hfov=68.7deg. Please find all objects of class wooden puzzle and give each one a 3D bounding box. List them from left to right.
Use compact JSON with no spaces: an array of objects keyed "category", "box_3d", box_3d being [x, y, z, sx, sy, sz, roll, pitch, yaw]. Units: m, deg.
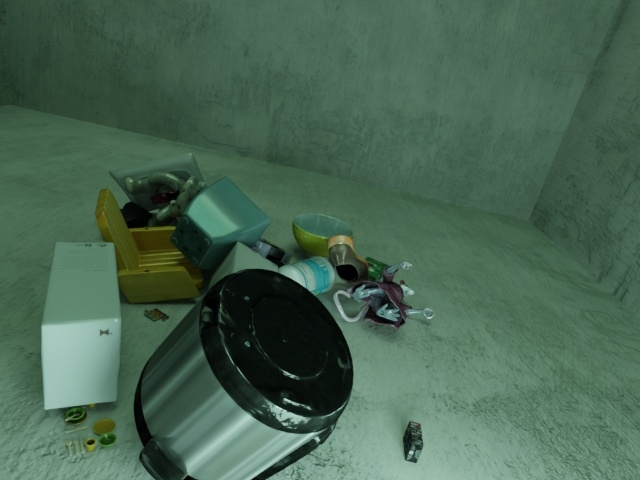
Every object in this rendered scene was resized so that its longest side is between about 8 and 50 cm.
[{"category":"wooden puzzle","box_3d":[-0.524,0.236,1.484,0.083,0.006,0.049,24,25,24]}]

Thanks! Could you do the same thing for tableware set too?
[{"category":"tableware set","box_3d":[-0.517,0.410,1.052,0.104,0.024,0.154,-1,26,-32]}]

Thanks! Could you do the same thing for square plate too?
[{"category":"square plate","box_3d":[-0.687,-0.234,2.053,0.347,0.344,0.049,-14,66,-6]}]

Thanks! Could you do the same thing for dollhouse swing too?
[{"category":"dollhouse swing","box_3d":[-0.581,-0.009,1.619,0.315,0.305,0.347,-4,26,-18]}]

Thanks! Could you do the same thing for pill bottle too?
[{"category":"pill bottle","box_3d":[-0.076,0.152,1.756,0.146,0.146,0.264,29,27,33]}]

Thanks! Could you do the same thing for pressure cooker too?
[{"category":"pressure cooker","box_3d":[-0.181,0.310,1.008,0.369,0.420,0.376,21,36,-39]}]

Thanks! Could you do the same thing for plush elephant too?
[{"category":"plush elephant","box_3d":[-0.580,-0.145,1.894,0.329,0.272,0.255,-21,29,-18]}]

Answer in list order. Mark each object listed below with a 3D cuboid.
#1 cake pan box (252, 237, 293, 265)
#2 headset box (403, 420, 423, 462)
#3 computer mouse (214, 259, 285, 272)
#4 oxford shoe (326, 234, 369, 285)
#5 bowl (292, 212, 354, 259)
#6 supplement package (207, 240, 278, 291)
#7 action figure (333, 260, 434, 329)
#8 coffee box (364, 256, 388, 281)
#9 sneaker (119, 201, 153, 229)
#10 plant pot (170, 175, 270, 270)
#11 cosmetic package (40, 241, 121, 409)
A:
[{"category":"cake pan box","box_3d":[-0.275,0.016,1.950,0.266,0.070,0.245,27,3,32]},{"category":"headset box","box_3d":[0.235,0.510,1.192,0.032,0.062,0.083,14,22,1]},{"category":"computer mouse","box_3d":[-0.264,0.139,1.794,0.272,0.072,0.188,-9,29,-21]},{"category":"oxford shoe","box_3d":[0.110,0.121,1.833,0.129,0.364,0.133,-15,57,16]},{"category":"bowl","box_3d":[0.000,0.000,2.146,0.289,0.156,0.289,11,22,-5]},{"category":"supplement package","box_3d":[-0.253,0.167,1.518,0.177,0.175,0.293,34,17,-18]},{"category":"action figure","box_3d":[0.259,0.233,1.794,0.275,0.248,0.370,-23,-4,22]},{"category":"coffee box","box_3d":[0.226,0.135,2.107,0.113,0.041,0.184,22,24,18]},{"category":"sneaker","box_3d":[-0.806,-0.086,1.967,0.130,0.109,0.286,20,24,2]},{"category":"plant pot","box_3d":[-0.382,-0.036,1.675,0.247,0.248,0.252,43,34,6]},{"category":"cosmetic package","box_3d":[-0.617,0.191,1.220,0.161,0.230,0.453,1,21,-27]}]
